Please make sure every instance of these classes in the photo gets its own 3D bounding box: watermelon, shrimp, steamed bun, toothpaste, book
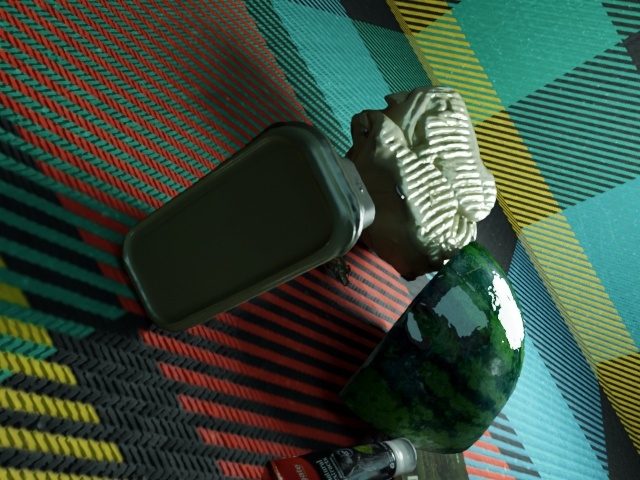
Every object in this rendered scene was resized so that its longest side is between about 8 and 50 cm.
[{"bbox_3d":[0.224,0.176,0.777,0.222,0.292,0.319,45,12,14],"label":"watermelon"},{"bbox_3d":[0.000,0.000,0.847,0.091,0.043,0.184,-22,78,-52],"label":"shrimp"},{"bbox_3d":[0.159,-0.108,0.971,0.347,0.237,0.394,26,65,-27],"label":"steamed bun"},{"bbox_3d":[0.035,0.285,0.601,0.194,0.045,0.071,5,26,-31],"label":"toothpaste"},{"bbox_3d":[0.191,0.387,0.826,0.228,0.024,0.160,25,47,-44],"label":"book"}]

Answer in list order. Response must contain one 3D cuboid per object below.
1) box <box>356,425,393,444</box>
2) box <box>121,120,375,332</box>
[{"bbox_3d":[0.054,0.325,0.660,0.055,0.040,0.218,60,31,2],"label":"box"},{"bbox_3d":[-0.064,-0.016,0.548,0.138,0.274,0.178,65,25,2],"label":"box"}]
